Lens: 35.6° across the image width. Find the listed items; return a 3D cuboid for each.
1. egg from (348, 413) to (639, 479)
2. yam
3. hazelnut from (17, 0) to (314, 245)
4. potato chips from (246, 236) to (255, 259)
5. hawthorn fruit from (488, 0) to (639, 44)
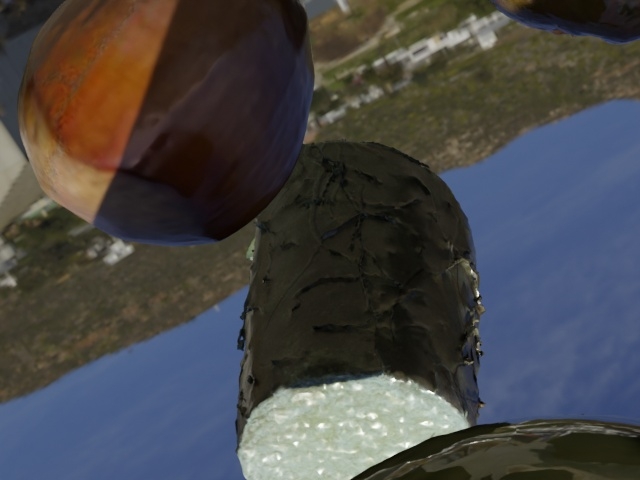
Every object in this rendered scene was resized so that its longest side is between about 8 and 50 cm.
[{"bbox_3d":[0.086,0.267,0.408,0.428,0.345,0.345,-62,177,33],"label":"egg"},{"bbox_3d":[0.035,0.080,0.961,0.241,0.241,0.348,-24,-147,21],"label":"yam"},{"bbox_3d":[-0.089,-0.092,0.635,0.214,0.176,0.214,-45,-178,2],"label":"hazelnut"},{"bbox_3d":[0.000,0.000,1.335,0.209,0.142,0.026,-4,-118,4],"label":"potato chips"},{"bbox_3d":[0.267,-0.332,0.900,0.268,0.300,0.267,-6,-157,3],"label":"hawthorn fruit"}]
